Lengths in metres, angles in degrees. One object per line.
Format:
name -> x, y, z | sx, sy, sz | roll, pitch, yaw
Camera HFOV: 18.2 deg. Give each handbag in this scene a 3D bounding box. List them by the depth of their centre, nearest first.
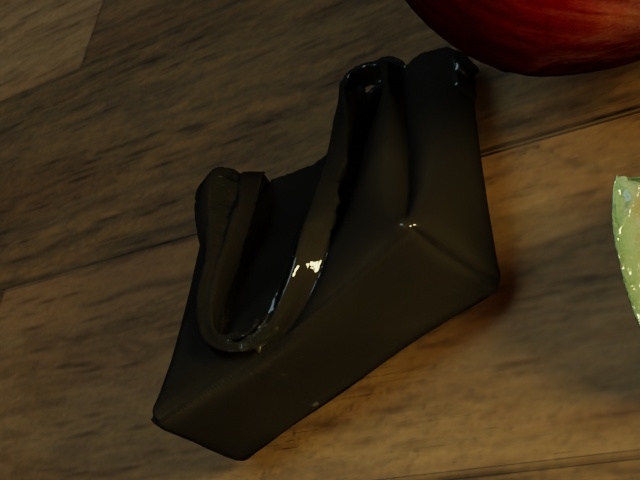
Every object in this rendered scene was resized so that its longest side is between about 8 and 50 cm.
handbag -> 0.000, 0.000, 1.435 | 0.285, 0.113, 0.257 | -37, 30, 32

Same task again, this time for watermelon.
watermelon -> 0.207, 0.015, 1.160 | 0.080, 0.101, 0.155 | 2, 74, 43

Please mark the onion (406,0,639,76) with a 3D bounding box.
onion -> 0.162, -0.256, 1.237 | 0.341, 0.341, 0.341 | -35, 39, 34
